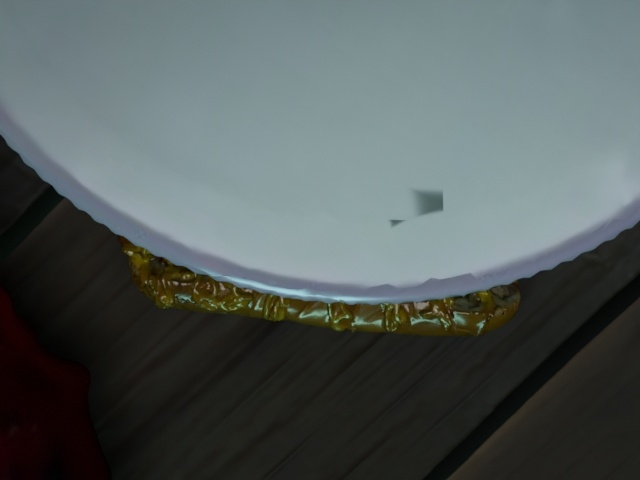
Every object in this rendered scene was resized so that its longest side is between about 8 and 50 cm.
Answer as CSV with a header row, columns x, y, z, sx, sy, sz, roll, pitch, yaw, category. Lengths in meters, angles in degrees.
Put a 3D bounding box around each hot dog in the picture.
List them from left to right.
x,y,z,sx,sy,sz,roll,pitch,yaw,category
0.000,0.000,0.686,0.165,0.045,0.071,5,106,-1,hot dog

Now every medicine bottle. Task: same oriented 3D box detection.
x,y,z,sx,sy,sz,roll,pitch,yaw,category
0.014,-0.110,0.538,0.252,0.241,0.253,0,92,3,medicine bottle

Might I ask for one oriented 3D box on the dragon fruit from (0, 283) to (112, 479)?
x,y,z,sx,sy,sz,roll,pitch,yaw,category
-0.214,0.174,0.638,0.302,0.240,0.330,-30,95,27,dragon fruit
